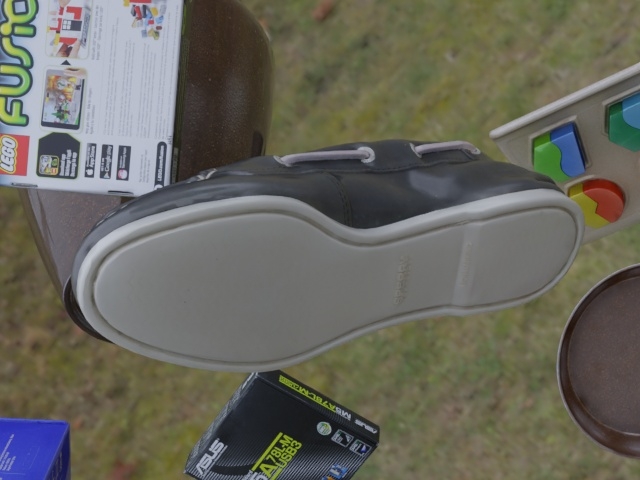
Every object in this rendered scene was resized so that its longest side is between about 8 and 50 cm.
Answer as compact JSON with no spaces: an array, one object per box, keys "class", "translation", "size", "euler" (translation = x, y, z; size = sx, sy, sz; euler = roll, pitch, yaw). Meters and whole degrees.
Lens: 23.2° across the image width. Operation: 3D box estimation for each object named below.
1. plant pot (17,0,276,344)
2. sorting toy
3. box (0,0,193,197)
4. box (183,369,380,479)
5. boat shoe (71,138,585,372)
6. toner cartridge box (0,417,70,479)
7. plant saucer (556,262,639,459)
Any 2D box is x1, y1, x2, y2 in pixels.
[{"class":"plant pot","translation":[-0.131,-0.044,1.129],"size":[0.215,0.215,0.230],"euler":[-35,40,25]},{"class":"sorting toy","translation":[0.307,-0.082,1.623],"size":[0.193,0.208,0.038],"euler":[-24,40,27]},{"class":"box","translation":[-0.132,-0.130,0.904],"size":[0.036,0.114,0.207],"euler":[-26,-59,-88]},{"class":"box","translation":[-0.050,0.267,1.994],"size":[0.190,0.184,0.045],"euler":[-53,16,27]},{"class":"boat shoe","translation":[0.000,0.000,0.902],"size":[0.095,0.335,0.112],"euler":[43,128,47]},{"class":"toner cartridge box","translation":[-0.291,0.229,1.125],"size":[0.348,0.165,0.075],"euler":[-83,-5,-73]},{"class":"plant saucer","translation":[0.274,0.098,1.297],"size":[0.168,0.168,0.029],"euler":[-51,12,0]}]
